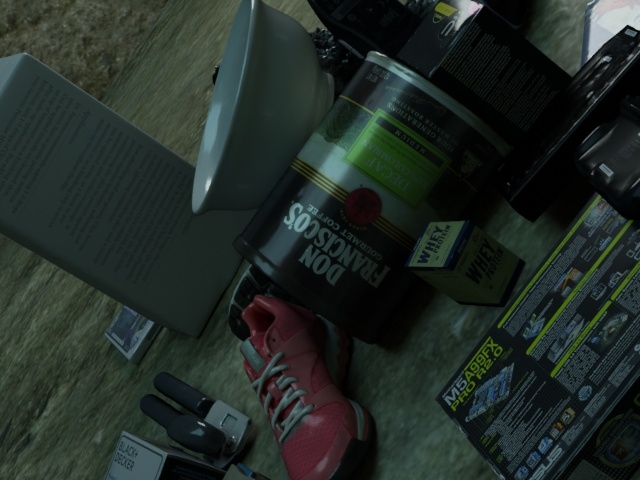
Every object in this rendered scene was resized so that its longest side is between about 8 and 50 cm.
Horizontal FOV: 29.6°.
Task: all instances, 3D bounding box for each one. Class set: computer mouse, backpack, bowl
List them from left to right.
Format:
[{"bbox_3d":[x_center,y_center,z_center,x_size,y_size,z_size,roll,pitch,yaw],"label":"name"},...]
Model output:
[{"bbox_3d":[-0.066,-0.160,1.556,0.298,0.134,0.297,-166,90,-78],"label":"bowl"},{"bbox_3d":[0.070,-0.238,1.582,0.184,0.262,0.060,-53,-9,-23],"label":"computer mouse"},{"bbox_3d":[0.215,-0.310,1.562,0.084,0.105,0.114,-35,31,42],"label":"backpack"}]

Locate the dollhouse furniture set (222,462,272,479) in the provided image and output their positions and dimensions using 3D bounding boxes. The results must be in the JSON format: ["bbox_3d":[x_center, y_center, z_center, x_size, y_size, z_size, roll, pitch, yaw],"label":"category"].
[{"bbox_3d":[-0.087,0.314,1.289,0.129,0.129,0.184,-60,25,-9],"label":"dollhouse furniture set"}]

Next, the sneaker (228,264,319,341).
[{"bbox_3d":[0.000,0.000,1.579,0.330,0.130,0.147,-52,9,0],"label":"sneaker"}]

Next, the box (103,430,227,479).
[{"bbox_3d":[-0.226,0.387,1.454,0.169,0.087,0.289,6,73,63],"label":"box"}]

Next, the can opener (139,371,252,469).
[{"bbox_3d":[-0.182,0.229,1.621,0.076,0.095,0.283,-59,30,-9],"label":"can opener"}]

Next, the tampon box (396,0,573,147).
[{"bbox_3d":[0.191,-0.193,1.383,0.101,0.161,0.120,-53,24,7],"label":"tampon box"}]

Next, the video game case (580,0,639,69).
[{"bbox_3d":[0.361,-0.242,1.296,0.201,0.023,0.183,-33,32,42],"label":"video game case"}]

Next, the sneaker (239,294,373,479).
[{"bbox_3d":[-0.037,0.171,1.373,0.116,0.136,0.314,-49,25,18],"label":"sneaker"}]

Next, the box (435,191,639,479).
[{"bbox_3d":[0.236,0.092,1.054,0.270,0.060,0.216,-53,23,5],"label":"box"}]

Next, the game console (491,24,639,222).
[{"bbox_3d":[0.265,-0.088,1.118,0.213,0.044,0.361,-49,12,11],"label":"game console"}]

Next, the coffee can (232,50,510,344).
[{"bbox_3d":[0.058,-0.049,1.397,0.275,0.201,0.201,-55,24,2],"label":"coffee can"}]

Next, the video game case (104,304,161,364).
[{"bbox_3d":[-0.299,0.115,2.085,0.173,0.022,0.190,-57,23,-5],"label":"video game case"}]

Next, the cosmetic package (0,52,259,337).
[{"bbox_3d":[-0.337,-0.062,1.836,0.161,0.453,0.230,6,65,59],"label":"cosmetic package"}]

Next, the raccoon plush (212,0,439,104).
[{"bbox_3d":[0.033,-0.239,1.823,0.447,0.216,0.299,-16,18,10],"label":"raccoon plush"}]

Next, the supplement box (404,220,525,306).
[{"bbox_3d":[0.151,0.025,1.273,0.083,0.083,0.056,-2,57,62],"label":"supplement box"}]
